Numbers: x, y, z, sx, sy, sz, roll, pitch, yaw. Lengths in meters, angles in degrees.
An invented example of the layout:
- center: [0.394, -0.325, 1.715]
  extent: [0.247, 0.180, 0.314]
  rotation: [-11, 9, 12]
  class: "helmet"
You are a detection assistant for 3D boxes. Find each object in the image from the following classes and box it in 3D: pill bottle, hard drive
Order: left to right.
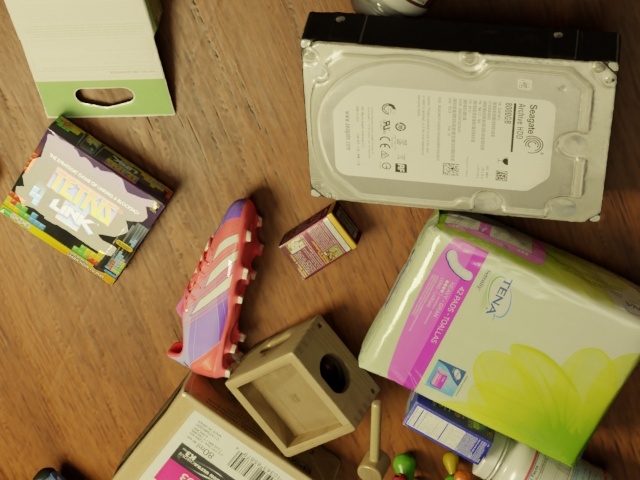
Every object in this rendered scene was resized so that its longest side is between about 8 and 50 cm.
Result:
- center: [0.102, -0.300, 1.580]
  extent: [0.086, 0.086, 0.152]
  rotation: [36, 116, -6]
  class: "pill bottle"
- center: [0.152, -0.133, 1.615]
  extent: [0.338, 0.064, 0.237]
  rotation: [5, 136, 8]
  class: "hard drive"
- center: [0.274, 0.294, 1.808]
  extent: [0.160, 0.087, 0.087]
  rotation: [26, 116, 0]
  class: "pill bottle"

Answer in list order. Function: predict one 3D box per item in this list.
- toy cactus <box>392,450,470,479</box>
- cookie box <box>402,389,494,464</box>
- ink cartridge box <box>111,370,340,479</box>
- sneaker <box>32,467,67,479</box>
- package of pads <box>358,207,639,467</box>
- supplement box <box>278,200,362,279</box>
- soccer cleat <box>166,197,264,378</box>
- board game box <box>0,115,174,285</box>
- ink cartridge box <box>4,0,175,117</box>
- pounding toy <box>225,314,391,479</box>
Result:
- center: [0.148, 0.378, 1.837]
  extent: [0.180, 0.112, 0.219]
  rotation: [-39, 93, -16]
  class: "toy cactus"
- center: [0.160, 0.217, 1.795]
  extent: [0.107, 0.092, 0.040]
  rotation: [29, 113, -1]
  class: "cookie box"
- center: [-0.124, 0.302, 1.892]
  extent: [0.234, 0.088, 0.193]
  rotation: [35, 114, -6]
  class: "ink cartridge box"
- center: [-0.444, 0.416, 2.004]
  extent: [0.330, 0.130, 0.147]
  rotation: [-37, 88, 20]
  class: "sneaker"
- center: [0.225, 0.105, 1.728]
  extent: [0.296, 0.101, 0.229]
  rotation: [25, 117, -1]
  class: "package of pads"
- center: [0.000, 0.000, 1.757]
  extent: [0.083, 0.043, 0.055]
  rotation: [-32, 104, 21]
  class: "supplement box"
- center: [-0.131, 0.058, 1.793]
  extent: [0.095, 0.083, 0.248]
  rotation: [15, 118, 9]
  class: "soccer cleat"
- center: [-0.288, -0.047, 1.790]
  extent: [0.170, 0.048, 0.141]
  rotation: [33, 119, -5]
  class: "board game box"
- center: [-0.267, -0.248, 1.698]
  extent: [0.171, 0.056, 0.235]
  rotation: [0, 138, 12]
  class: "ink cartridge box"
- center: [0.023, 0.198, 1.796]
  extent: [0.181, 0.094, 0.206]
  rotation: [-28, 106, 40]
  class: "pounding toy"
